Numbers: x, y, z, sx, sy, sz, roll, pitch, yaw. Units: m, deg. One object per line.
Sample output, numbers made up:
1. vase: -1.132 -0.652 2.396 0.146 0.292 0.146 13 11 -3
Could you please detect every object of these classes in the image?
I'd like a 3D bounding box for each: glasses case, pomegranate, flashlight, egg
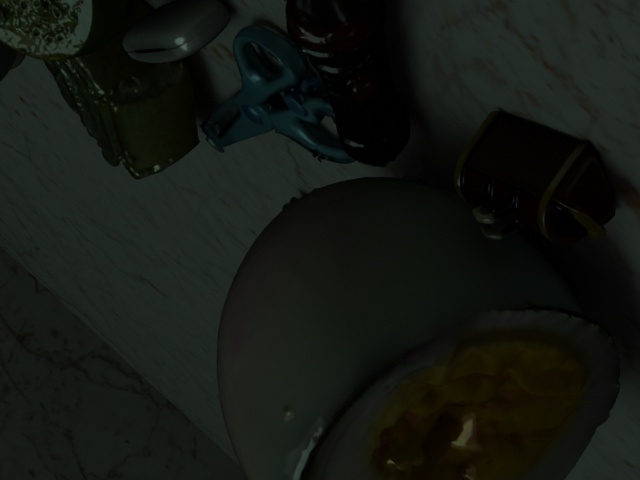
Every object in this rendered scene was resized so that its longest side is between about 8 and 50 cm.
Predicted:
1. glasses case: -0.157 -0.226 1.819 0.049 0.074 0.193 55 161 -18
2. pomegranate: -0.258 -0.312 1.754 0.190 0.159 0.241 34 134 10
3. flashlight: 0.033 -0.148 1.523 0.093 0.093 0.232 36 163 30
4. egg: 0.054 0.093 1.621 0.340 0.354 0.354 53 172 42

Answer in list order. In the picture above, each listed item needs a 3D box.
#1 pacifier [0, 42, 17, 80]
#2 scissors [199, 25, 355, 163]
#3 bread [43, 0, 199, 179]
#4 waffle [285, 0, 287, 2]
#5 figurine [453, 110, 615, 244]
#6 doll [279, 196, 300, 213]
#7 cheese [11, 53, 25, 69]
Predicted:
1. pacifier: -0.366 -0.327 1.962 0.233 0.244 0.299 4 135 20
2. scissors: -0.060 -0.142 1.854 0.180 0.032 0.393 49 162 -10
3. bread: -0.230 -0.172 2.015 0.186 0.124 0.257 46 164 35
4. waffle: -0.035 -0.264 1.525 0.191 0.032 0.125 43 161 3
5. figurine: 0.177 -0.037 1.419 0.154 0.098 0.082 31 154 49
6. doll: -0.009 0.005 1.997 0.113 0.077 0.078 35 151 30
7. cheese: -0.496 -0.336 2.232 0.328 0.130 0.351 54 171 -28
